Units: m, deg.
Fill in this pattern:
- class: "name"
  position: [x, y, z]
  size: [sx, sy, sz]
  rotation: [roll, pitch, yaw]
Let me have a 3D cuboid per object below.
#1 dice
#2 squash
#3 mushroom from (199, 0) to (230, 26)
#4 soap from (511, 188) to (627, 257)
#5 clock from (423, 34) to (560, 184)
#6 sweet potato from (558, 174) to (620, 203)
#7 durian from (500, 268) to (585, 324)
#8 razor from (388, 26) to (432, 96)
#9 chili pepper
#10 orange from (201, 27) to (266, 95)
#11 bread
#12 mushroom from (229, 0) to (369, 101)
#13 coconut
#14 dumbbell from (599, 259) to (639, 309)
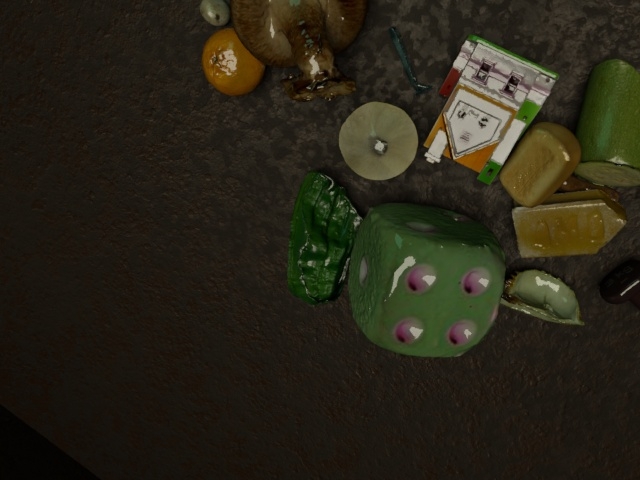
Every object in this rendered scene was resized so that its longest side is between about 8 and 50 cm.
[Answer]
- class: "dice"
  position: [0.265, 0.093, 1.338]
  size: [0.331, 0.318, 0.322]
  rotation: [4, 111, -12]
- class: "squash"
  position: [0.715, -0.274, 1.225]
  size: [0.189, 0.189, 0.260]
  rotation: [16, 84, 8]
- class: "mushroom"
  position: [-0.292, -0.622, 1.413]
  size: [0.085, 0.085, 0.079]
  rotation: [51, 146, -6]
- class: "soap"
  position: [0.641, -0.042, 1.325]
  size: [0.258, 0.080, 0.160]
  rotation: [-6, 119, 31]
- class: "clock"
  position: [0.397, -0.315, 1.295]
  size: [0.235, 0.166, 0.309]
  rotation: [27, 104, 4]
- class: "sweet potato"
  position: [0.629, -0.161, 1.344]
  size: [0.281, 0.067, 0.059]
  rotation: [26, 74, 9]
- class: "durian"
  position: [0.593, 0.157, 1.413]
  size: [0.252, 0.139, 0.144]
  rotation: [27, 107, 4]
- class: "razor"
  position: [0.225, -0.471, 1.355]
  size: [0.066, 0.033, 0.190]
  rotation: [-31, 98, -25]
- class: "chili pepper"
  position: [-0.001, 0.000, 1.491]
  size: [0.168, 0.213, 0.384]
  rotation: [9, 91, 55]
- class: "orange"
  position: [-0.236, -0.484, 1.398]
  size: [0.178, 0.155, 0.177]
  rotation: [2, 118, 3]
- class: "bread"
  position: [0.541, -0.185, 1.260]
  size: [0.147, 0.098, 0.217]
  rotation: [59, 152, 22]
- class: "mushroom"
  position: [-0.064, -0.544, 1.240]
  size: [0.331, 0.356, 0.334]
  rotation: [3, 136, 20]
- class: "coconut"
  position: [0.151, -0.260, 1.337]
  size: [0.202, 0.222, 0.202]
  rotation: [2, 107, 7]
- class: "dumbbell"
  position: [0.869, 0.168, 1.357]
  size: [0.225, 0.124, 0.140]
  rotation: [42, 112, -2]
